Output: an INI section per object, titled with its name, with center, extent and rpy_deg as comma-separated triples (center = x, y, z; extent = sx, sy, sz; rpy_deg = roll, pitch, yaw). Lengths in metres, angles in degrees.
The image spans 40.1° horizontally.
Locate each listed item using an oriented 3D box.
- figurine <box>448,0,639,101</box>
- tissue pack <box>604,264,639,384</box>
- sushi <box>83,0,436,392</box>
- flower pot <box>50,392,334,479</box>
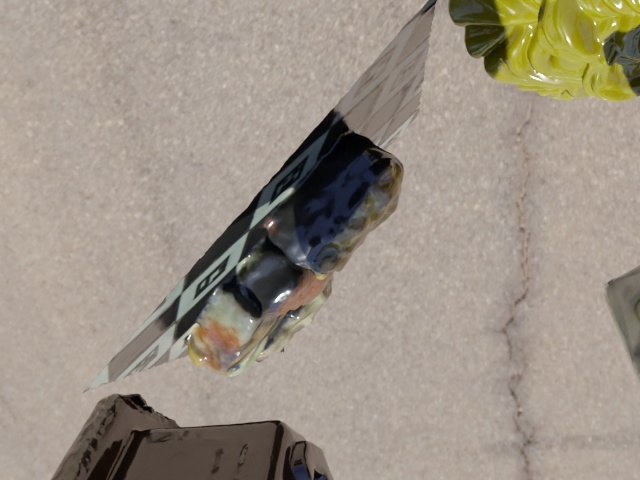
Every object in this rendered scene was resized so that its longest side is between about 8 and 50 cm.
[figurine]
center = 0.223, -0.129, 0.439
extent = 0.187, 0.315, 0.168
rpy_deg = 35, 90, -30
[tissue pack]
center = 0.231, 0.088, 0.337
extent = 0.159, 0.234, 0.125
rpy_deg = -33, 128, 22
[sushi]
center = 0.000, 0.000, 0.609
extent = 0.059, 0.294, 0.292
rpy_deg = 42, 92, 7
[flower pot]
center = -0.016, 0.181, 0.341
extent = 0.084, 0.179, 0.251
rpy_deg = -18, 107, 9
